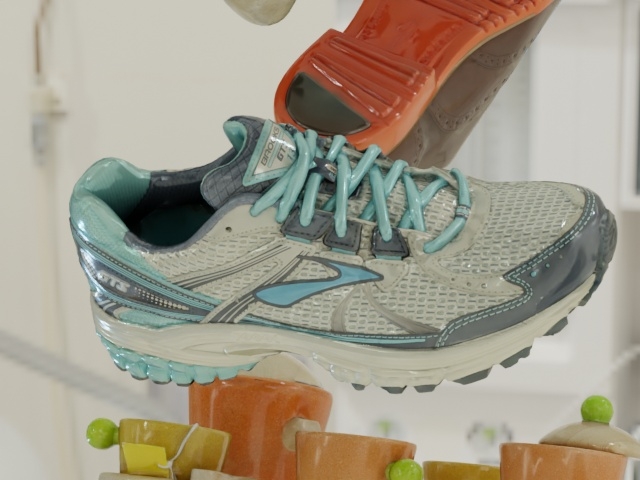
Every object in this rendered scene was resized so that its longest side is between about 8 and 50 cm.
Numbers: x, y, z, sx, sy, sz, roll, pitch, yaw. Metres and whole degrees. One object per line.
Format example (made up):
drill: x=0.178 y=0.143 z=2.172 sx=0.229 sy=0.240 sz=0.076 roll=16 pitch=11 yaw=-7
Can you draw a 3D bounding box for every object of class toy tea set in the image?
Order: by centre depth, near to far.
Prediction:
toy tea set: x=0.036 y=0.116 z=1.233 sx=0.336 sy=0.124 sz=0.200 roll=5 pitch=-9 yaw=14

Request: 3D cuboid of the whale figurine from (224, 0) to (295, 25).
whale figurine: x=-0.068 y=-0.230 z=0.903 sx=0.141 sy=0.272 sz=0.216 roll=-50 pitch=16 yaw=-32

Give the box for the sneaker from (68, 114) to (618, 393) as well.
sneaker: x=0.000 y=0.000 z=0.969 sx=0.283 sy=0.122 sz=0.110 roll=-7 pitch=36 yaw=22

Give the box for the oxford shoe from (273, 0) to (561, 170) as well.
oxford shoe: x=0.067 y=-0.108 z=1.174 sx=0.097 sy=0.098 sz=0.271 roll=31 pitch=56 yaw=27
